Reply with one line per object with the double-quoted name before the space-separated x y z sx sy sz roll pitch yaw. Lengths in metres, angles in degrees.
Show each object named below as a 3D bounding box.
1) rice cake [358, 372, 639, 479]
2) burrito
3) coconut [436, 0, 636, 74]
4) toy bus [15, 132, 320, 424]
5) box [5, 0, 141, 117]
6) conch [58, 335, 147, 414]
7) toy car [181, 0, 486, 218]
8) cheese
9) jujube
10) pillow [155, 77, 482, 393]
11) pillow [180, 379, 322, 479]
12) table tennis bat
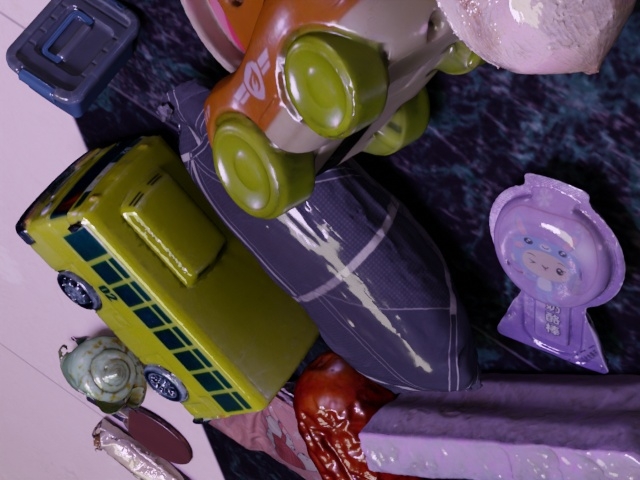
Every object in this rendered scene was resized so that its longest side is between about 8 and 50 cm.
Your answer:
"rice cake" 0.165 0.148 0.997 0.298 0.106 0.050 -6 116 48
"burrito" -0.221 0.296 1.620 0.185 0.041 0.045 38 106 4
"coconut" 0.120 -0.143 0.690 0.110 0.110 0.124 -11 116 50
"toy bus" -0.132 0.033 1.131 0.262 0.128 0.150 50 145 -18
"box" -0.197 -0.151 1.005 0.074 0.099 0.054 34 162 7
"conch" -0.256 0.159 1.462 0.106 0.079 0.170 56 159 -15
"toy car" -0.017 -0.154 0.804 0.235 0.145 0.235 32 138 35
"cheese" 0.170 0.024 0.898 0.105 0.042 0.191 21 145 28
"jujube" 0.041 0.181 1.156 0.176 0.112 0.109 61 -178 -25
"pillow" 0.000 0.000 0.992 0.335 0.092 0.161 48 150 -12
"pillow" -0.068 0.174 1.312 0.248 0.049 0.135 27 145 26
"table tennis bat" -0.228 0.234 1.573 0.158 0.014 0.095 29 148 11
